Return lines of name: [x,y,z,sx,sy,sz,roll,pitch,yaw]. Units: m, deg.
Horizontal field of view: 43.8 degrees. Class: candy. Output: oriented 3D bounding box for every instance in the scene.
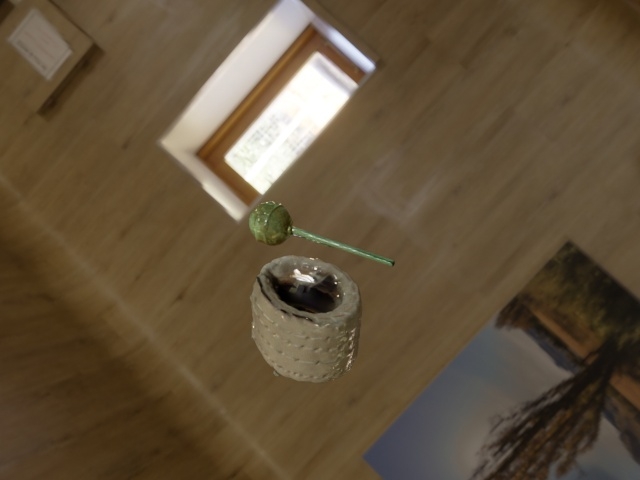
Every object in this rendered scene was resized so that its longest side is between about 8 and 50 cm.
candy: [0.000,0.000,0.996,0.202,0.061,0.061,18,177,22]

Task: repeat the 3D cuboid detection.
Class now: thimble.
thimble: [-0.014,0.077,0.803,0.115,0.090,0.102,19,-139,20]
